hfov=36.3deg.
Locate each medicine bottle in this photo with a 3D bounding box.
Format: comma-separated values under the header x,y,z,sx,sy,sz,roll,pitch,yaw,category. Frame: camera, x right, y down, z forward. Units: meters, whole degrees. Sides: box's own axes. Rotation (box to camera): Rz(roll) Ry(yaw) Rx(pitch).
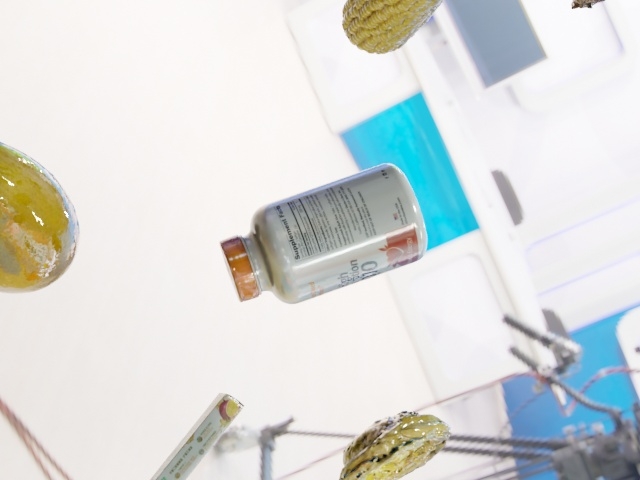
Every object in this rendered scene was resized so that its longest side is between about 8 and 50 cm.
x,y,z,sx,sy,sz,roll,pitch,yaw,category
0.000,0.000,1.450,0.157,0.288,0.157,161,-90,-82,medicine bottle

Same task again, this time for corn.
x,y,z,sx,sy,sz,roll,pitch,yaw,category
0.103,-0.301,1.155,0.106,0.106,0.293,66,-18,0,corn

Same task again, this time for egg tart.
x,y,z,sx,sy,sz,roll,pitch,yaw,category
0.132,0.428,2.009,0.107,0.290,0.291,59,14,26,egg tart

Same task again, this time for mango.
x,y,z,sx,sy,sz,roll,pitch,yaw,category
-0.567,-0.052,1.715,0.378,0.263,0.221,67,37,-54,mango

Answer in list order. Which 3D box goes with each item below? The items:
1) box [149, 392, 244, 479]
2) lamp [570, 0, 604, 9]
x,y,z,sx,sy,sz,roll,pitch,yaw,category
-0.194,0.315,1.447,0.041,0.207,0.050,44,-20,-11,box
0.551,-0.564,1.984,0.151,0.215,0.223,124,-57,-83,lamp
